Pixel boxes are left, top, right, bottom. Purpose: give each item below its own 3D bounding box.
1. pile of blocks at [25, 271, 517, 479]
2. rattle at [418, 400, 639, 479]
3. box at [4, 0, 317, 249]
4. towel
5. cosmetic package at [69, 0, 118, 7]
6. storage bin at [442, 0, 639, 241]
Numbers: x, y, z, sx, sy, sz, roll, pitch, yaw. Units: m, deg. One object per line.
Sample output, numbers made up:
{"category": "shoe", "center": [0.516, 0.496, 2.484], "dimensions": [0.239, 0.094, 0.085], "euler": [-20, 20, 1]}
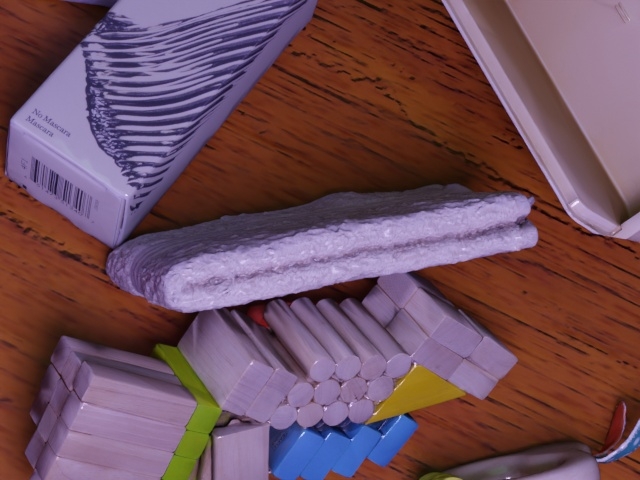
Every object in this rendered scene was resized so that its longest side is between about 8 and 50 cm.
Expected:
{"category": "pile of blocks", "center": [-0.046, 0.106, 1.380], "dimensions": [0.362, 0.149, 0.112], "euler": [-9, 31, -23]}
{"category": "rattle", "center": [0.169, 0.205, 1.385], "dimensions": [0.199, 0.130, 0.143], "euler": [-10, 75, -45]}
{"category": "box", "center": [-0.115, -0.133, 1.482], "dimensions": [0.113, 0.094, 0.275], "euler": [33, 62, 6]}
{"category": "towel", "center": [0.000, 0.000, 1.390], "dimensions": [0.282, 0.187, 0.049], "euler": [-11, 97, -17]}
{"category": "cosmetic package", "center": [-0.209, -0.387, 1.559], "dimensions": [0.197, 0.155, 0.365], "euler": [9, 61, -7]}
{"category": "storage bin", "center": [0.263, -0.173, 1.482], "dimensions": [0.262, 0.123, 0.260], "euler": [-36, 68, 22]}
